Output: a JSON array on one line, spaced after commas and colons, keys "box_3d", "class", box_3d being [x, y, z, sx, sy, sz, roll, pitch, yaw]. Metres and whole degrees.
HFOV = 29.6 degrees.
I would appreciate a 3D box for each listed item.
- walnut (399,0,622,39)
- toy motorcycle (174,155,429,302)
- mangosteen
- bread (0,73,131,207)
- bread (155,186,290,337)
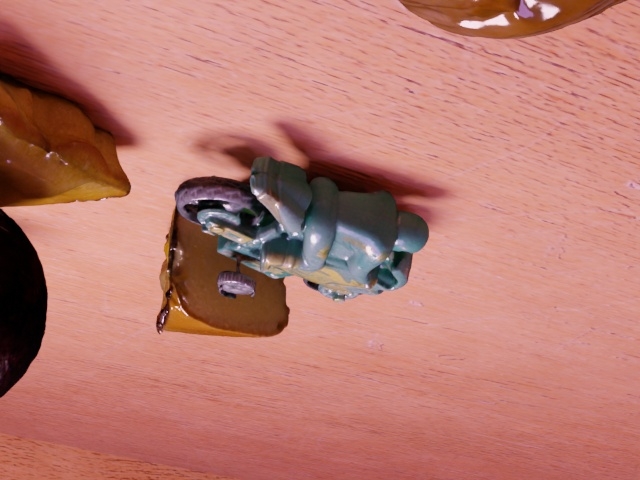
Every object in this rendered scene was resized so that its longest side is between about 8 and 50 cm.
[{"box_3d": [0.099, -0.179, 0.577, 0.167, 0.167, 0.207, 23, 157, -36], "class": "walnut"}, {"box_3d": [-0.001, -0.001, 1.178, 0.198, 0.109, 0.296, -12, 154, 37], "class": "toy motorcycle"}, {"box_3d": [-0.337, 0.034, 1.008, 0.228, 0.228, 0.265, 12, 132, -11], "class": "mangosteen"}, {"box_3d": [-0.278, -0.087, 1.071, 0.161, 0.088, 0.233, 4, 163, 22], "class": "bread"}, {"box_3d": [-0.140, 0.030, 1.273, 0.169, 0.140, 0.160, -4, 163, 29], "class": "bread"}]
